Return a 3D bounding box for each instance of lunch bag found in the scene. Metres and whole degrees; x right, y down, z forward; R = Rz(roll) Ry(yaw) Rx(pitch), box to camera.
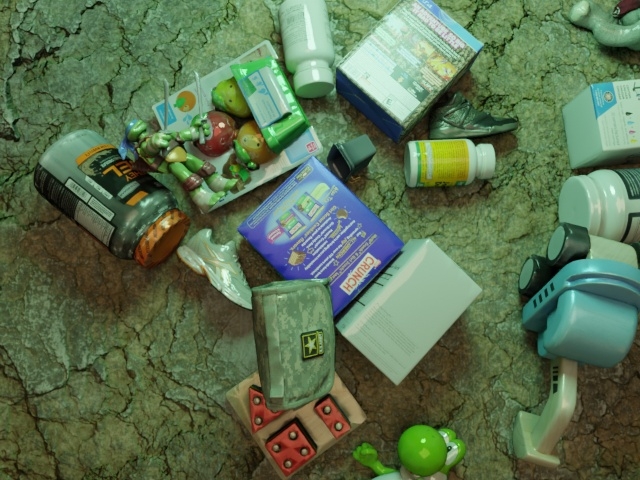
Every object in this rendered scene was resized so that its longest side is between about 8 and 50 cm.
[{"bbox_3d":[-0.054,0.201,1.104,0.169,0.287,0.235,-4,89,8],"label":"lunch bag"}]

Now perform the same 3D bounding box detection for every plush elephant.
[{"bbox_3d":[0.837,-0.579,1.301,0.272,0.255,0.330,-33,84,-3],"label":"plush elephant"}]

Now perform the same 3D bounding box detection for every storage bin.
[{"bbox_3d":[0.085,-0.204,1.338,0.091,0.135,0.098,-30,83,-12],"label":"storage bin"}]

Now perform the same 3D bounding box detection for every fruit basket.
[{"bbox_3d":[-0.217,-0.287,1.334,0.353,0.165,0.327,-26,84,1],"label":"fruit basket"}]

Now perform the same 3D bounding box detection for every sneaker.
[{"bbox_3d":[0.390,-0.324,1.360,0.227,0.087,0.130,-2,94,6],"label":"sneaker"},{"bbox_3d":[-0.229,0.069,1.327,0.262,0.099,0.121,39,81,4],"label":"sneaker"}]

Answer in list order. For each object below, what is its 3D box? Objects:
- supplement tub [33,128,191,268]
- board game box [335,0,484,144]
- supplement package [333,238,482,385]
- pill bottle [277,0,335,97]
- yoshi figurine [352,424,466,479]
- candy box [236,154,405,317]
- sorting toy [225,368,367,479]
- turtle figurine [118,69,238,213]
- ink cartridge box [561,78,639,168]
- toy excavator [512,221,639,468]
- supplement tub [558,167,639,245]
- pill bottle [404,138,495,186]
[{"bbox_3d":[-0.498,-0.095,1.293,0.338,0.207,0.207,38,85,4],"label":"supplement tub"},{"bbox_3d":[0.218,-0.439,1.353,0.232,0.141,0.291,44,86,5],"label":"board game box"},{"bbox_3d":[0.198,0.159,1.257,0.177,0.175,0.293,44,86,-3],"label":"supplement package"},{"bbox_3d":[-0.031,-0.495,1.369,0.131,0.131,0.229,-9,83,0],"label":"pill bottle"},{"bbox_3d":[0.168,0.550,1.216,0.362,0.203,0.203,-40,78,-7],"label":"yoshi figurine"},{"bbox_3d":[0.000,0.000,1.315,0.268,0.122,0.317,-44,84,-5],"label":"candy box"},{"bbox_3d":[-0.061,0.405,1.284,0.257,0.089,0.255,-36,84,-3],"label":"sorting toy"},{"bbox_3d":[-0.295,-0.216,1.202,0.274,0.198,0.266,-45,102,-4],"label":"turtle figurine"},{"bbox_3d":[0.757,-0.287,1.311,0.233,0.168,0.171,-6,82,0],"label":"ink cartridge box"},{"bbox_3d":[0.563,0.248,1.208,0.222,0.433,0.445,17,56,3],"label":"toy excavator"},{"bbox_3d":[0.743,-0.079,1.276,0.272,0.191,0.191,-3,83,0],"label":"supplement tub"},{"bbox_3d":[0.322,-0.195,1.335,0.208,0.117,0.117,-2,83,0],"label":"pill bottle"}]
